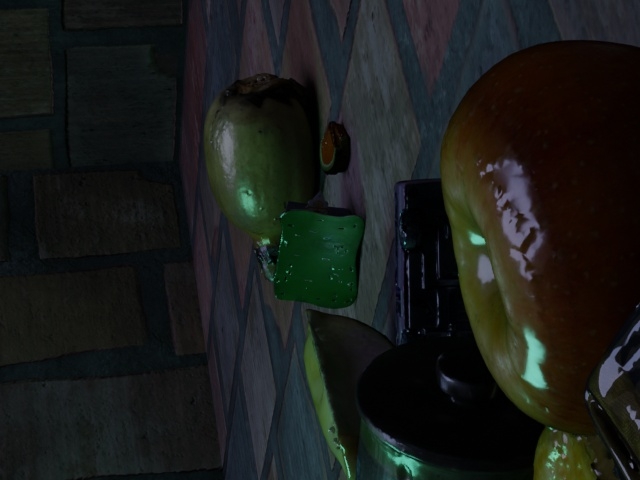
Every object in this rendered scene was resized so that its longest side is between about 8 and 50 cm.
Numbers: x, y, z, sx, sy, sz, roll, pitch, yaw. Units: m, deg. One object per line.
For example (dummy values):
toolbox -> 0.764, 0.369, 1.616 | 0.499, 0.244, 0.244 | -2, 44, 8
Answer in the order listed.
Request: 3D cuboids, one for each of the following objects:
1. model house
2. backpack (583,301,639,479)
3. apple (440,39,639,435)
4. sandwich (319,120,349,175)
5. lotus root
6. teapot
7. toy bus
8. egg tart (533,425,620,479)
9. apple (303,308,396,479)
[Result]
model house -> 0.000, 0.000, 1.982 | 0.088, 0.117, 0.167 | -82, -4, -50
backpack -> 0.244, 0.130, 0.685 | 0.206, 0.133, 0.258 | 111, 148, -47
apple -> 0.171, -0.004, 0.886 | 0.210, 0.173, 0.235 | -117, 16, -54
sandwich -> 0.020, -0.123, 2.002 | 0.101, 0.026, 0.069 | 118, 151, -65
lotus root -> -0.085, -0.092, 2.215 | 0.183, 0.183, 0.310 | -130, 32, -72
teapot -> 0.116, 0.258, 1.212 | 0.270, 0.200, 0.337 | -119, 29, -59
toy bus -> 0.114, 0.039, 1.386 | 0.108, 0.096, 0.199 | -143, 51, -81
egg tart -> 0.204, 0.181, 1.006 | 0.212, 0.090, 0.212 | 173, 90, -76
apple -> 0.058, 0.211, 1.699 | 0.265, 0.120, 0.193 | -106, 3, -58
